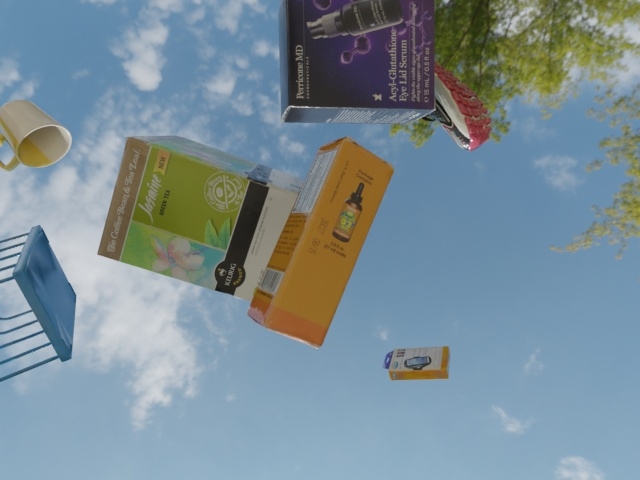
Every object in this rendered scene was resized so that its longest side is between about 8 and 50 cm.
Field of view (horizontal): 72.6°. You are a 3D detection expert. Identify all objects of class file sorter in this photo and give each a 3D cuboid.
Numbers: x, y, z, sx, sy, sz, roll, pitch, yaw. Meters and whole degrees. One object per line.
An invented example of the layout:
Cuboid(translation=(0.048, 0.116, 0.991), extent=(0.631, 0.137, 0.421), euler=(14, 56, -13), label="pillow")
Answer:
Cuboid(translation=(-0.373, 0.074, 0.524), extent=(0.104, 0.170, 0.118), euler=(-22, -63, -20), label="file sorter")

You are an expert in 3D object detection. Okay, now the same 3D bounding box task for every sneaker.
Cuboid(translation=(0.172, -0.255, 0.755), extent=(0.120, 0.112, 0.299), euler=(-4, -131, -46), label="sneaker")

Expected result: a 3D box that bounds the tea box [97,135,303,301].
Cuboid(translation=(-0.211, -0.060, 0.890), extent=(0.323, 0.329, 0.220), euler=(17, -78, -9), label="tea box")

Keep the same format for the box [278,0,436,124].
Cuboid(translation=(0.046, -0.250, 0.615), extent=(0.207, 0.108, 0.153), euler=(-3, -85, -10), label="box")

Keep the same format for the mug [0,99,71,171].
Cuboid(translation=(-0.342, -0.125, 0.500), extent=(0.064, 0.062, 0.078), euler=(44, -125, 11), label="mug")

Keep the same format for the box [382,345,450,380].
Cuboid(translation=(0.202, 0.259, 0.918), extent=(0.136, 0.081, 0.028), euler=(-11, -73, 23), label="box")

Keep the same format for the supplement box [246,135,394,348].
Cuboid(translation=(0.000, 0.000, 0.518), extent=(0.078, 0.080, 0.234), euler=(28, -98, -24), label="supplement box")
